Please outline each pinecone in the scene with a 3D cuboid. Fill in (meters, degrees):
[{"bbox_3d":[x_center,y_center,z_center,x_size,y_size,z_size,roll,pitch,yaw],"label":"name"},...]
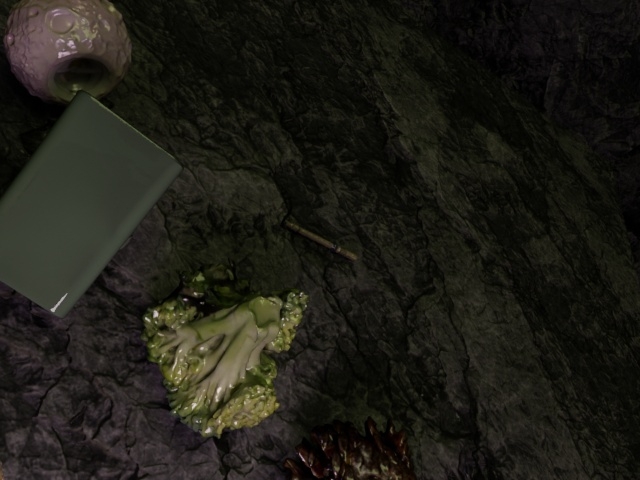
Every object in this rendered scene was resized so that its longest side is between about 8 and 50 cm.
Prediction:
[{"bbox_3d":[0.057,0.483,1.220,0.295,0.242,0.299,16,52,-19],"label":"pinecone"}]

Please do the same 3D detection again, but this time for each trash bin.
[{"bbox_3d":[-0.439,-0.057,1.167,0.222,0.158,0.344,36,79,-15],"label":"trash bin"}]

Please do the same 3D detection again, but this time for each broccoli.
[{"bbox_3d":[-0.177,0.184,1.215,0.293,0.281,0.348,28,45,-22],"label":"broccoli"}]

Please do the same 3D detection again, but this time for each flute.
[{"bbox_3d":[0.000,0.000,1.687,0.233,0.027,0.027,27,46,-22],"label":"flute"}]

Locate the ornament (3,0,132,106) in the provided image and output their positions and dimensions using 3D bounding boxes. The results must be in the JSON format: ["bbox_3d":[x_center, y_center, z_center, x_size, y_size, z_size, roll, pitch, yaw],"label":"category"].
[{"bbox_3d":[-0.537,-0.423,1.384,0.259,0.259,0.225,-2,57,-41],"label":"ornament"}]

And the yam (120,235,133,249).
[{"bbox_3d":[-0.473,-0.087,1.336,0.253,0.061,0.061,53,42,6],"label":"yam"}]

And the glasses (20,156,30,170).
[{"bbox_3d":[-0.557,-0.098,1.244,0.104,0.062,0.140,59,34,-36],"label":"glasses"}]

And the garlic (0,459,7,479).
[{"bbox_3d":[-0.504,0.343,0.904,0.131,0.194,0.127,47,51,-9],"label":"garlic"}]
